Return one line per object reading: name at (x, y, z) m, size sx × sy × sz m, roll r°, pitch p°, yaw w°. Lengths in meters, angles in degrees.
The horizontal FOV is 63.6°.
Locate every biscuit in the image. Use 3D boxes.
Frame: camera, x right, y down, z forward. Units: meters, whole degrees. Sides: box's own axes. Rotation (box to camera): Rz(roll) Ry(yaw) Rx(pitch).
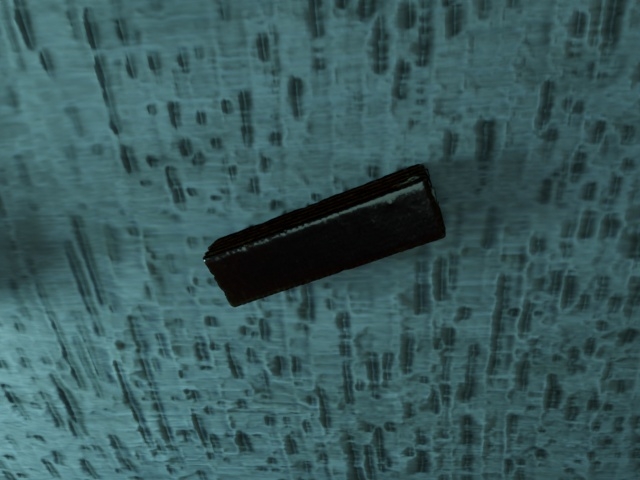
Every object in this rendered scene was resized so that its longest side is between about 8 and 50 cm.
biscuit at (0.000, 0.000, 0.821) m, size 0.388 × 0.073 × 0.107 m, roll -19°, pitch 114°, yaw 15°
